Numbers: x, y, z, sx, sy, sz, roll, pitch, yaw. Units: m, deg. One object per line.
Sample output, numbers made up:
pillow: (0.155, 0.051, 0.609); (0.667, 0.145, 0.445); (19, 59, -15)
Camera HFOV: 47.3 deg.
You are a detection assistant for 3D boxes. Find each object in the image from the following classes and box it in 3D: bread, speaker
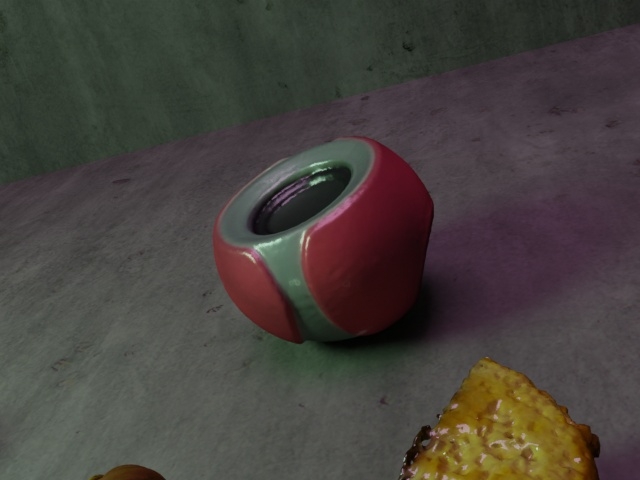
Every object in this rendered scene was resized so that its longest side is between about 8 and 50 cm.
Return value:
bread: (0.138, 0.217, 0.535); (0.147, 0.160, 0.261); (7, 27, 33)
speaker: (0.000, 0.000, 0.968); (0.295, 0.294, 0.294); (-15, 23, 7)

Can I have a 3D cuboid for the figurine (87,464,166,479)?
figurine: (-0.166, 0.291, 0.598); (0.190, 0.142, 0.263); (-24, 26, -15)
